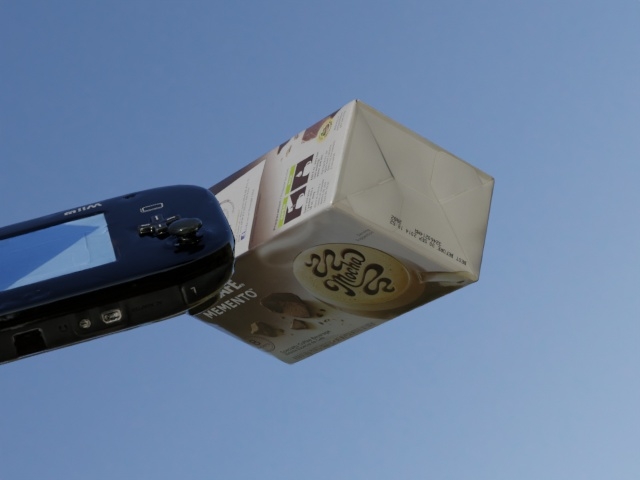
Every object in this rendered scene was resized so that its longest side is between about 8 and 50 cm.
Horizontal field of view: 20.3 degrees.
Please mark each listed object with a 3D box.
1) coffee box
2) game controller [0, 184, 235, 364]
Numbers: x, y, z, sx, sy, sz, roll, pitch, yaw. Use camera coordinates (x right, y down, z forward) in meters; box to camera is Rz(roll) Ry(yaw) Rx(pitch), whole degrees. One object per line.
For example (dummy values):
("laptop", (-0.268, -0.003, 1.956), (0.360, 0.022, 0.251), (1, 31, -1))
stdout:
("coffee box", (0.000, 0.000, 1.678), (0.297, 0.168, 0.119), (-27, 43, 49))
("game controller", (-0.211, 0.031, 1.103), (0.319, 0.166, 0.067), (-15, -61, -7))
